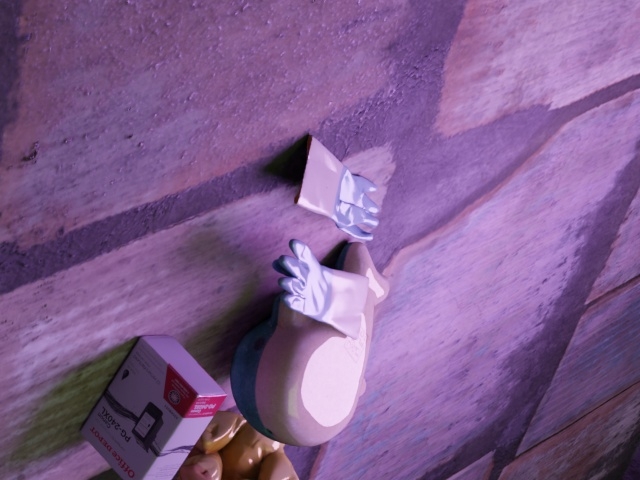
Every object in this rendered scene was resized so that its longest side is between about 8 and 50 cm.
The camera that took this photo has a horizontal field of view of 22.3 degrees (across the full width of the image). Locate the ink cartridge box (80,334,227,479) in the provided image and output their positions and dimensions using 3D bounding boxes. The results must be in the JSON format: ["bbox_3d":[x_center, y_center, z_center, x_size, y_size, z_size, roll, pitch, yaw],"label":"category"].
[{"bbox_3d":[-0.196,0.202,1.891,0.150,0.109,0.063,-56,153,18],"label":"ink cartridge box"}]

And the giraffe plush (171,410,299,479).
[{"bbox_3d":[-0.121,0.311,2.133,0.170,0.181,0.210,-58,-172,42],"label":"giraffe plush"}]

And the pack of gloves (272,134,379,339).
[{"bbox_3d":[0.000,0.000,1.934,0.232,0.046,0.195,31,67,-62],"label":"pack of gloves"}]

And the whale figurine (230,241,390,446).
[{"bbox_3d":[-0.015,0.128,2.063,0.216,0.141,0.272,53,57,-42],"label":"whale figurine"}]
